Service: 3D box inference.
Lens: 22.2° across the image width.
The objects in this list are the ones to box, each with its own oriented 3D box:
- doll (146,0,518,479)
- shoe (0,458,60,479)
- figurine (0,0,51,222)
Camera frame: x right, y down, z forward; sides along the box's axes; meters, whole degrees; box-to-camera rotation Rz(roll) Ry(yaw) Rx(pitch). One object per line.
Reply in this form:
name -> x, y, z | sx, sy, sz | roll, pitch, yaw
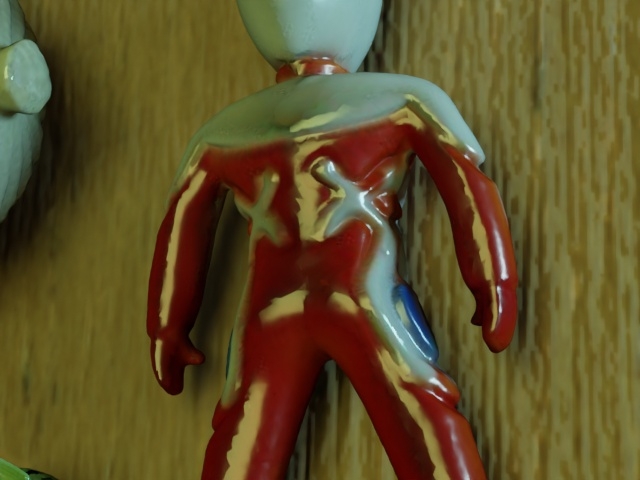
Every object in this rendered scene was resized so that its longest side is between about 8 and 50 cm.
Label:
doll -> 0.000, 0.000, 0.770 | 0.188, 0.099, 0.384 | -8, 77, 20
shoe -> -0.216, 0.214, 0.785 | 0.262, 0.128, 0.140 | -51, 48, -2
figurine -> -0.288, -0.038, 0.875 | 0.204, 0.185, 0.332 | 47, 116, -4
